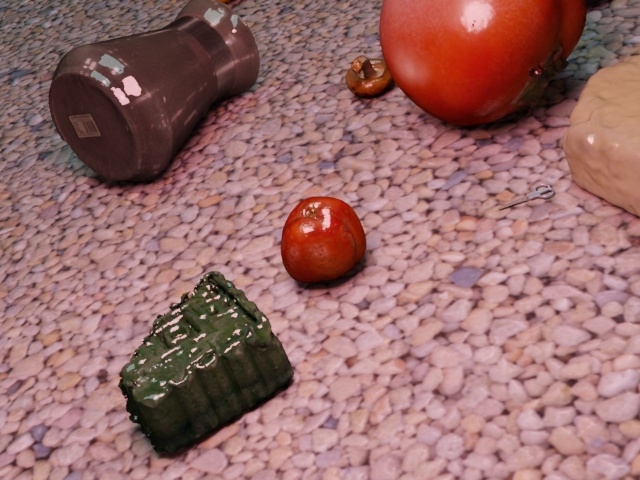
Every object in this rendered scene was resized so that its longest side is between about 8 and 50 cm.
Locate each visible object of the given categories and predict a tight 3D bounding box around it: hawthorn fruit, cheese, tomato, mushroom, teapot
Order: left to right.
[{"bbox_3d":[-0.298,-0.267,1.815,0.300,0.253,0.344,-28,11,49],"label":"teapot"},{"bbox_3d":[0.000,0.000,1.393,0.128,0.128,0.128,-12,35,9],"label":"hawthorn fruit"},{"bbox_3d":[0.079,-0.287,1.775,0.088,0.073,0.129,19,14,23],"label":"mushroom"},{"bbox_3d":[0.241,-0.342,1.575,0.321,0.321,0.321,-12,35,9],"label":"tomato"},{"bbox_3d":[0.501,-0.154,1.380,0.326,0.115,0.318,-2,38,20],"label":"cheese"}]

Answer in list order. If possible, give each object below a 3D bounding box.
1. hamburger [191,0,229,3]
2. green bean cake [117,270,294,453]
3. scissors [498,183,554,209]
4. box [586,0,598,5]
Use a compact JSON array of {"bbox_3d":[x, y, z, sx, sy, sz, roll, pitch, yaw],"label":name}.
[{"bbox_3d":[-0.244,-0.605,2.325,0.162,0.115,0.162,-14,33,9],"label":"hamburger"},{"bbox_3d":[-0.164,0.146,1.278,0.208,0.107,0.193,-32,38,-16],"label":"green bean cake"},{"bbox_3d":[0.291,-0.060,1.436,0.083,0.006,0.036,-21,33,-3],"label":"scissors"},{"bbox_3d":[0.422,-0.481,1.902,0.201,0.042,0.212,-22,41,4],"label":"box"}]
